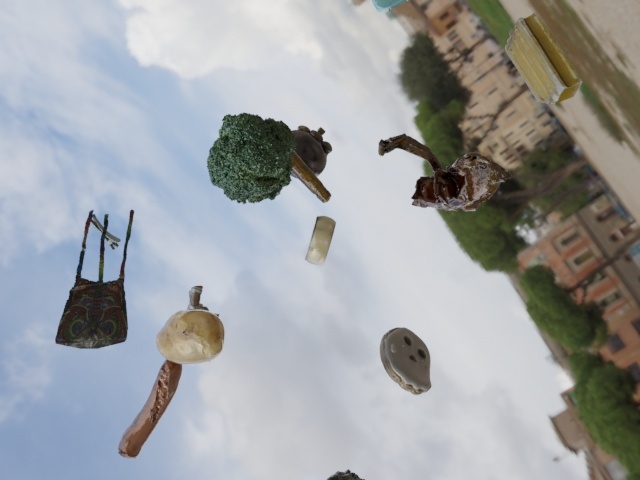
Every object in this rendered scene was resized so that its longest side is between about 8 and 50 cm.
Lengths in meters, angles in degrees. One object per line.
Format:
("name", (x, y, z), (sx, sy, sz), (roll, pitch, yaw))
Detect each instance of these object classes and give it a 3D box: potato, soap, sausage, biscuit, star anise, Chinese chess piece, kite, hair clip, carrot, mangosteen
("potato", (-0.283, 0.209, 1.810), (0.109, 0.178, 0.118), (41, -130, -44))
("soap", (0.579, -0.461, 2.166), (0.140, 0.073, 0.232), (92, 153, -69))
("sausage", (-0.448, 0.447, 2.211), (0.078, 0.304, 0.078), (30, 180, 0))
("biscuit", (0.251, 0.333, 2.371), (0.181, 0.049, 0.208), (34, -140, -20))
("star anise", (0.270, -0.145, 1.823), (0.346, 0.237, 0.148), (18, -109, -22))
("Chinese chess piece", (0.000, 0.000, 2.009), (0.051, 0.122, 0.122), (15, -157, -1))
("kite", (-0.430, 0.074, 1.624), (0.152, 0.285, 0.015), (5, -171, -41))
("hair clip", (-0.603, -0.028, 2.322), (0.115, 0.039, 0.030), (49, -148, -7))
("carrot", (-0.037, -0.152, 1.882), (0.171, 0.042, 0.042), (47, -162, -5))
("mangosteen", (-0.037, -0.229, 2.102), (0.137, 0.151, 0.137), (36, 163, 13))

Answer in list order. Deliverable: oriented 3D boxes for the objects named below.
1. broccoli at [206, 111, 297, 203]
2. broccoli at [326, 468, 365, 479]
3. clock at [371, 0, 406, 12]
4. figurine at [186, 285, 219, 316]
("broccoli", (-0.132, -0.159, 1.605), (0.195, 0.195, 0.156), (46, -177, -21))
("broccoli", (0.004, 0.668, 1.938), (0.145, 0.304, 0.165), (49, -167, 14))
("clock", (0.148, -0.605, 1.889), (0.147, 0.108, 0.045), (64, -176, 0))
("figurine", (-0.302, 0.215, 2.119), (0.093, 0.147, 0.197), (9, -115, -15))
